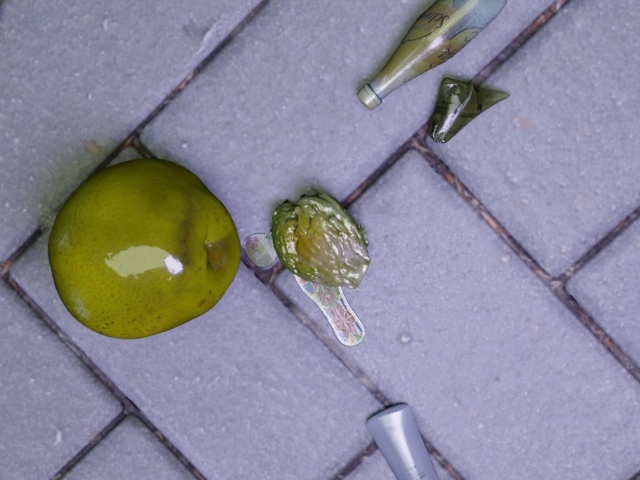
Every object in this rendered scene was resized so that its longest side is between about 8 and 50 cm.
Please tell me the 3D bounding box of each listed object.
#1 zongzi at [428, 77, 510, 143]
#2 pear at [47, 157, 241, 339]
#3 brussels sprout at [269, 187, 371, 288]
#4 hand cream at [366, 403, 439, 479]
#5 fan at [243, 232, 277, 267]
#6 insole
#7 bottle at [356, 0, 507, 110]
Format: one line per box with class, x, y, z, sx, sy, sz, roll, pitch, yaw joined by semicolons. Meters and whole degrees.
zongzi;0.235;-0.196;1.281;0.113;0.052;0.104;13;105;-9
pear;-0.280;0.012;1.244;0.294;0.294;0.294;1;96;5
brussels sprout;0.002;0.000;1.296;0.181;0.100;0.139;40;102;-1
hand cream;0.162;0.398;1.353;0.079;0.048;0.255;-26;91;2
fan;-0.089;0.016;1.354;0.080;0.003;0.060;-7;96;6
insole;0.012;0.094;1.352;0.065;0.006;0.193;-31;92;8
bottle;0.166;-0.304;1.253;0.270;0.083;0.083;-42;91;8
